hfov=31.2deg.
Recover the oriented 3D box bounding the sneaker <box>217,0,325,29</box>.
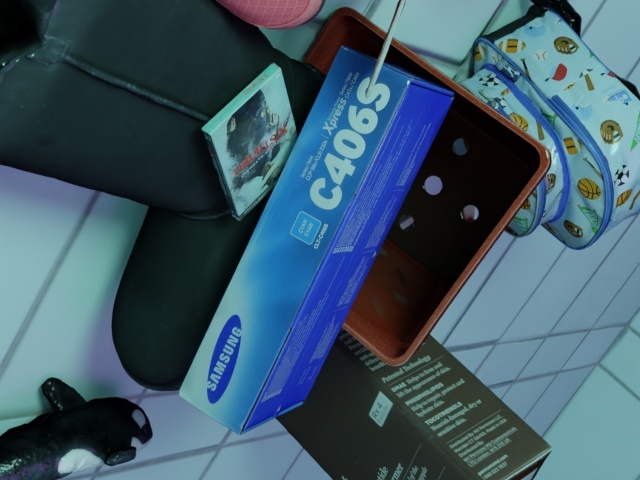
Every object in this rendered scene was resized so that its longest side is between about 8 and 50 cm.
[{"bbox_3d":[-0.102,-0.228,0.776,0.314,0.116,0.136,47,41,-45],"label":"sneaker"}]

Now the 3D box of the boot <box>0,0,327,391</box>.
[{"bbox_3d":[-0.171,-0.049,0.962,0.367,0.146,0.445,-61,156,3],"label":"boot"}]

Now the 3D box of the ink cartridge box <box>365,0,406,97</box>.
[{"bbox_3d":[0.079,-0.300,0.926,0.296,0.066,0.261,-70,-177,-50],"label":"ink cartridge box"}]

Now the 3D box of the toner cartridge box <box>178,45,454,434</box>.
[{"bbox_3d":[0.000,0.000,1.063,0.348,0.075,0.165,-64,163,10],"label":"toner cartridge box"}]

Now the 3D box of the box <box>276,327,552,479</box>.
[{"bbox_3d":[0.081,0.212,1.429,0.143,0.381,0.191,-20,141,-39],"label":"box"}]

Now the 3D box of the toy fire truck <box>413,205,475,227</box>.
[{"bbox_3d":[0.203,-0.042,1.640,0.192,0.047,0.135,-14,137,-47],"label":"toy fire truck"}]

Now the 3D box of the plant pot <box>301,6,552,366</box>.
[{"bbox_3d":[0.092,-0.061,1.250,0.267,0.267,0.235,-56,164,16],"label":"plant pot"}]

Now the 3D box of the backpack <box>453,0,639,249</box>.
[{"bbox_3d":[0.291,-0.124,1.423,0.213,0.263,0.276,-39,153,-16],"label":"backpack"}]

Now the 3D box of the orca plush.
[{"bbox_3d":[-0.300,0.199,1.220,0.287,0.102,0.151,-9,179,-38],"label":"orca plush"}]

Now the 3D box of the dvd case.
[{"bbox_3d":[-0.055,-0.082,0.971,0.087,0.013,0.119,-45,151,-21],"label":"dvd case"}]

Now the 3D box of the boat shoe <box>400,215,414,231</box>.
[{"bbox_3d":[0.032,0.019,1.422,0.233,0.084,0.079,-23,132,-43],"label":"boat shoe"}]
